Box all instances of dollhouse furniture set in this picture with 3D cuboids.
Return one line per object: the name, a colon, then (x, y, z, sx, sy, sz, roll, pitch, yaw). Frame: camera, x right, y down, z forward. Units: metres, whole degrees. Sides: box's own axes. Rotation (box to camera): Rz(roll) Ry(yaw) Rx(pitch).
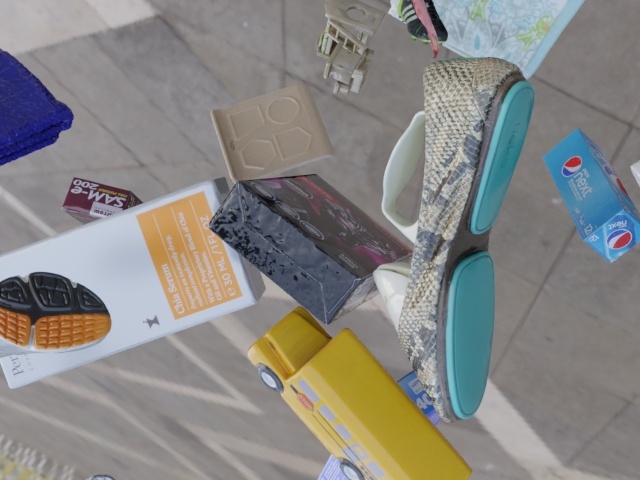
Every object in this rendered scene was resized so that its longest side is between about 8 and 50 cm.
dollhouse furniture set: (0.022, -0.307, 1.707, 0.101, 0.161, 0.182, 25, 149, 5)

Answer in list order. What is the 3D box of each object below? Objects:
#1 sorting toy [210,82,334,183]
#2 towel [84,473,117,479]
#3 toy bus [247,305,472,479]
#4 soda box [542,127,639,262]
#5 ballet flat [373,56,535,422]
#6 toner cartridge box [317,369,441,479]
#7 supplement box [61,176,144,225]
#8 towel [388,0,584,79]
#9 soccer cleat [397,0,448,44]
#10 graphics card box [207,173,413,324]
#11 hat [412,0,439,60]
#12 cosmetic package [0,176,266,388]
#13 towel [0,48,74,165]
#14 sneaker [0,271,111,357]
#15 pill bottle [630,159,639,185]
sorting toy: (-0.096, -0.208, 1.922, 0.038, 0.208, 0.193, 84, 168, -59)
towel: (-0.341, 0.532, 1.584, 0.283, 0.121, 0.235, 51, 140, 1)
toy bus: (0.050, 0.239, 1.365, 0.332, 0.108, 0.130, 49, 150, 3)
soda box: (0.393, -0.068, 1.397, 0.067, 0.210, 0.071, 34, 118, -29)
ballet flat: (0.161, -0.006, 1.298, 0.182, 0.482, 0.164, 15, -164, 32)
toner cartridge box: (0.104, 0.343, 1.648, 0.075, 0.165, 0.347, 49, 149, 20)
supplement box: (-0.414, -0.047, 1.979, 0.130, 0.073, 0.239, 14, 168, 11)
towel: (0.349, -0.516, 1.845, 0.321, 0.090, 0.374, 26, 115, -14)
soccer cleat: (0.177, -0.399, 1.702, 0.179, 0.060, 0.072, -115, 27, -52)
graphics card box: (0.000, 0.000, 1.521, 0.233, 0.094, 0.371, 40, -164, 11)
hat: (0.161, -0.440, 1.500, 0.208, 0.173, 0.183, 49, -174, -43)
cosmetic package: (-0.348, 0.068, 1.695, 0.161, 0.453, 0.230, -66, -44, -84)
towel: (-0.527, -0.205, 1.361, 0.308, 0.228, 0.076, 39, 140, 18)
sneaker: (-0.385, 0.103, 1.195, 0.263, 0.099, 0.121, 2, 158, -1)
pill bottle: (0.771, -0.171, 2.012, 0.131, 0.229, 0.131, 55, -167, -19)
